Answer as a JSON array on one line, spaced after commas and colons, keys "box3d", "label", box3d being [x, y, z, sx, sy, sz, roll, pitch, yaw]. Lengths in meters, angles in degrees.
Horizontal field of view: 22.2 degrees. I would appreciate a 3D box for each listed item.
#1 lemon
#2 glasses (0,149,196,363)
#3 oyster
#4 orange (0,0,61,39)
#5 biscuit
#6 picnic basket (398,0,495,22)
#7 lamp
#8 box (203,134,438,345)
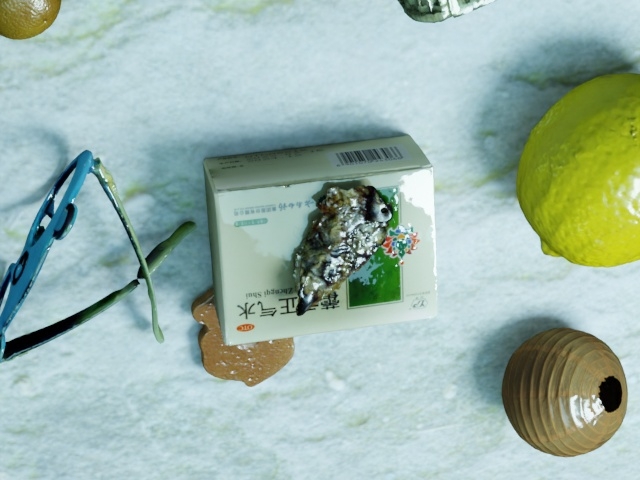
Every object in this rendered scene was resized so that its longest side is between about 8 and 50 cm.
[{"box3d": [0.282, -0.065, 1.564, 0.180, 0.180, 0.193, 6, 119, -16], "label": "lemon"}, {"box3d": [-0.224, 0.028, 1.569, 0.207, 0.102, 0.239, 8, 121, -50], "label": "glasses"}, {"box3d": [0.021, 0.011, 1.511, 0.086, 0.029, 0.132, 5, 110, -16], "label": "oyster"}, {"box3d": [-0.264, -0.213, 1.403, 0.085, 0.085, 0.085, -6, 122, -10], "label": "orange"}, {"box3d": [-0.078, 0.093, 1.663, 0.102, 0.019, 0.130, -18, 123, -2], "label": "biscuit"}, {"box3d": [0.103, -0.308, 1.397, 0.154, 0.134, 0.196, -21, 124, 2], "label": "picnic basket"}, {"box3d": [0.257, 0.160, 1.714, 0.136, 0.136, 0.136, -6, 122, -10], "label": "lamp"}, {"box3d": [0.000, 0.000, 1.571, 0.212, 0.095, 0.168, -8, 116, -9], "label": "box"}]
